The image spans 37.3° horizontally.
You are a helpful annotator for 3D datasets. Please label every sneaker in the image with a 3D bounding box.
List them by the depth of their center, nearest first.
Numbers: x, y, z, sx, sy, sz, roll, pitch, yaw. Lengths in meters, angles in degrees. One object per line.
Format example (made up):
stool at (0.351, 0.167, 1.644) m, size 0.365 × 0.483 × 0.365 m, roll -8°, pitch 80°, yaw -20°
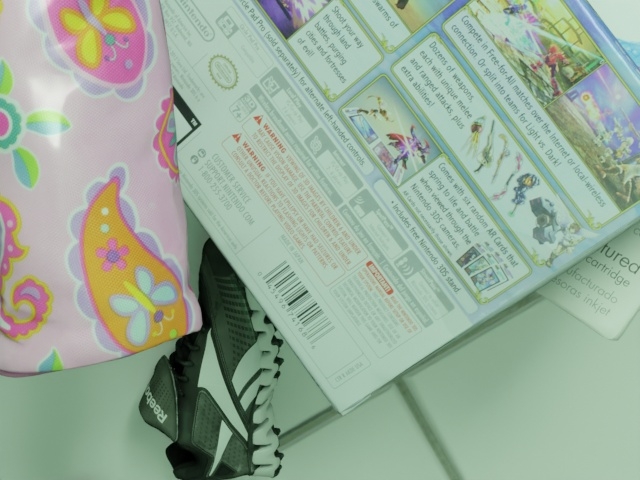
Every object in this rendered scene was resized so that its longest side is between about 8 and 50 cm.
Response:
sneaker at (-0.086, 0.102, 0.715) m, size 0.106 × 0.078 × 0.234 m, roll -12°, pitch 126°, yaw -16°

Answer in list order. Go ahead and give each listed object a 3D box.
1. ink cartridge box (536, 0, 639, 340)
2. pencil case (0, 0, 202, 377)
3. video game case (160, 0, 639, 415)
ink cartridge box at (0.190, -0.148, 0.551) m, size 0.354 × 0.207 × 0.119 m, roll -62°, pitch 165°, yaw 23°
pencil case at (-0.138, -0.076, 0.493) m, size 0.124 × 0.124 × 0.284 m, roll -10°, pitch 99°, yaw -14°
video game case at (0.031, -0.077, 0.531) m, size 0.244 × 0.061 × 0.270 m, roll -37°, pitch 88°, yaw 24°
